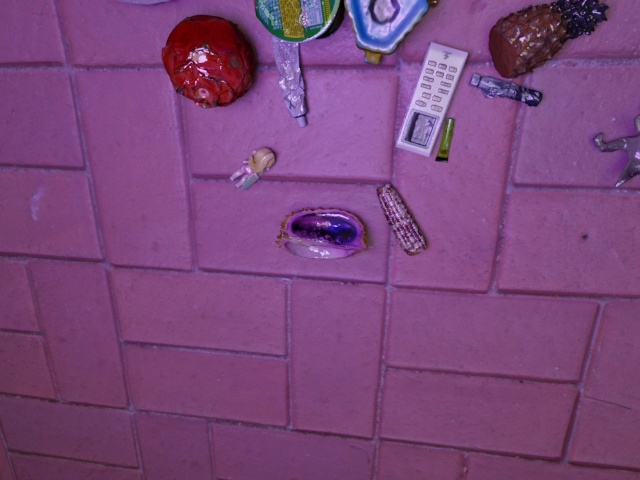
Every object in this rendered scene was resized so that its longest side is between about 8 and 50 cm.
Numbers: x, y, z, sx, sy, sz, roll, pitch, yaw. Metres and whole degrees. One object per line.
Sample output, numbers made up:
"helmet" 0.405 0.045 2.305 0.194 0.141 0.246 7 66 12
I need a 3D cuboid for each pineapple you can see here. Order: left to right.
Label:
"pineapple" 0.557 -0.503 1.018 0.278 0.158 0.158 -21 105 5

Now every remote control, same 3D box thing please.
"remote control" 0.294 -0.374 1.148 0.102 0.055 0.277 18 111 3

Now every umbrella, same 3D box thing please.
"umbrella" 0.483 -0.392 1.114 0.188 0.046 0.050 19 92 3

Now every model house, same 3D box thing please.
"model house" 0.159 -0.576 1.004 0.215 0.237 0.303 11 114 3

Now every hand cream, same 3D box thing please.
"hand cream" -0.079 -0.447 1.191 0.084 0.050 0.257 -6 106 15
"hand cream" 0.352 -0.280 1.191 0.036 0.023 0.122 8 115 3

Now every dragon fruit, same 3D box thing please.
"dragon fruit" -0.288 -0.465 1.111 0.241 0.252 0.241 24 139 22

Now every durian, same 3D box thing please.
"durian" 0.001 -0.005 1.298 0.260 0.154 0.187 18 134 -4

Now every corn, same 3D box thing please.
"corn" 0.240 -0.061 1.265 0.079 0.079 0.237 -25 101 17

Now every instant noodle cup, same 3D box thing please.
"instant noodle cup" -0.032 -0.580 1.031 0.207 0.233 0.207 4 111 11

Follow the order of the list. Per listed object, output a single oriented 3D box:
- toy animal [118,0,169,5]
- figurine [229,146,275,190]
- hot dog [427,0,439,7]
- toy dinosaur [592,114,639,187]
"toy animal" -0.465 -0.734 1.078 0.266 0.188 0.307 29 156 -35
"figurine" -0.204 -0.216 1.284 0.187 0.083 0.083 -29 103 28
"hot dog" 0.290 -0.636 1.065 0.030 0.034 0.090 9 111 6
"toy dinosaur" 0.851 -0.268 1.081 0.294 0.077 0.162 -37 100 19
